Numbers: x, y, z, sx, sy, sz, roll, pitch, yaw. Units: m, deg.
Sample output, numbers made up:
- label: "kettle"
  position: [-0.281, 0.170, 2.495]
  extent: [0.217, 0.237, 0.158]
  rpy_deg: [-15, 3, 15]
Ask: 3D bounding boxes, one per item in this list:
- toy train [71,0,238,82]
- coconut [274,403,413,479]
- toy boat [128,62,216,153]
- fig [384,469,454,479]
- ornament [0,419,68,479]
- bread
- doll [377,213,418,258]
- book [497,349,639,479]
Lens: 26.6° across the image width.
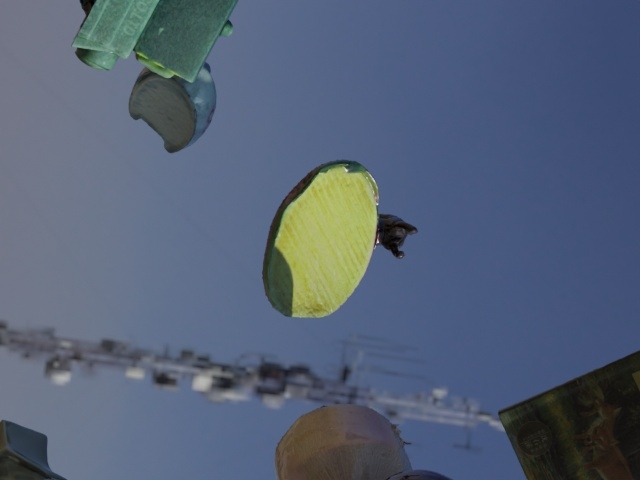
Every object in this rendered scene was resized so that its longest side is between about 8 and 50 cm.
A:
- label: "toy train"
  position: [-0.149, -0.322, 1.516]
  extent: [0.330, 0.178, 0.138]
  rpy_deg: [-61, -166, 7]
- label: "coconut"
  position: [0.041, 0.366, 2.020]
  extent: [0.234, 0.224, 0.224]
  rpy_deg: [-135, -124, -63]
- label: "toy boat"
  position: [-0.221, -0.221, 2.103]
  extent: [0.079, 0.134, 0.207]
  rpy_deg: [-43, 177, -31]
- label: "fig"
  position: [0.108, 0.376, 1.647]
  extent: [0.205, 0.205, 0.205]
  rpy_deg: [-170, -90, -75]
- label: "ornament"
  position: [-0.393, 0.349, 1.706]
  extent: [0.130, 0.120, 0.285]
  rpy_deg: [-45, -157, 34]
- label: "bread"
  position: [0.000, 0.000, 1.787]
  extent: [0.033, 0.228, 0.228]
  rpy_deg: [24, -72, 34]
- label: "doll"
  position: [0.083, -0.014, 2.135]
  extent: [0.165, 0.139, 0.057]
  rpy_deg: [-115, -155, -75]
- label: "book"
  position: [0.339, 0.225, 1.556]
  extent: [0.024, 0.228, 0.160]
  rpy_deg: [10, 56, -81]
